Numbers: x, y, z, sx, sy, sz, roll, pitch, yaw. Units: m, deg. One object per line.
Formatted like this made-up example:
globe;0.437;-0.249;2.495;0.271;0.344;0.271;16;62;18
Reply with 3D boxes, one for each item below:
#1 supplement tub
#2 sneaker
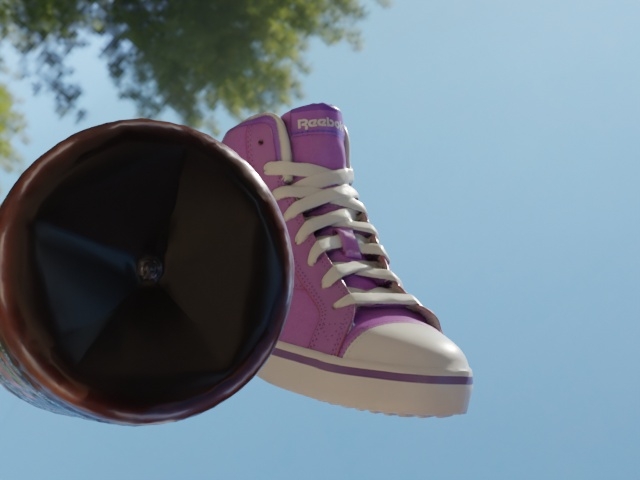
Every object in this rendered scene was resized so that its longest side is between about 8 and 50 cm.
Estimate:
supplement tub;-0.087;0.020;0.480;0.106;0.106;0.198;-60;-167;-16
sneaker;-0.001;0.000;0.738;0.282;0.102;0.161;26;-73;51
